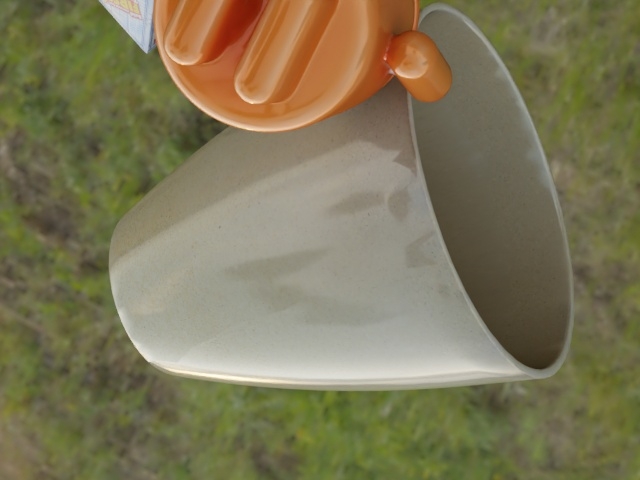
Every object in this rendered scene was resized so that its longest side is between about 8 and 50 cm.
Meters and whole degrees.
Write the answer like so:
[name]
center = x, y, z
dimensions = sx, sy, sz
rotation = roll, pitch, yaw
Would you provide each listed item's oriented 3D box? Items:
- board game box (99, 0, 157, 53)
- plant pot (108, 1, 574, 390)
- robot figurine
[board game box]
center = -0.162, -0.248, 1.234
dimensions = 0.194, 0.060, 0.194
rotation = 32, 149, 23
[plant pot]
center = 0.000, 0.000, 1.111
dimensions = 0.274, 0.256, 0.256
rotation = -17, 136, 26
[robot figurine]
center = -0.013, -0.127, 0.892
dimensions = 0.158, 0.128, 0.219
rotation = -9, -171, 16
